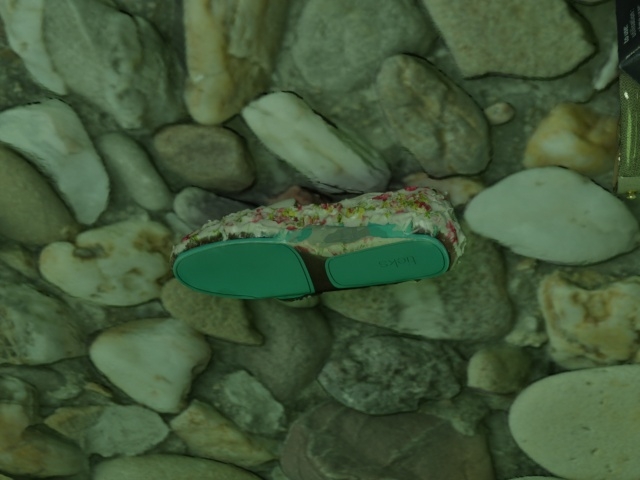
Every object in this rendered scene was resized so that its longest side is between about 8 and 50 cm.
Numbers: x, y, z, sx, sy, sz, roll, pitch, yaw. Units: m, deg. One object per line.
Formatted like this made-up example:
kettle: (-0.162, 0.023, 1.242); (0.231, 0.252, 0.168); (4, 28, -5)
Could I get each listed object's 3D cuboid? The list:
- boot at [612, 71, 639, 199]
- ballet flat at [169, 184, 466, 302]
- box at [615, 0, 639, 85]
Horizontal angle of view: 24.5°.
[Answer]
boot: (0.303, -0.044, 1.104); (0.165, 0.077, 0.213); (-5, 129, 11)
ballet flat: (0.000, 0.000, 1.186); (0.241, 0.077, 0.091); (-3, 133, 13)
box: (0.270, -0.176, 0.852); (0.142, 0.247, 0.163); (36, 129, -24)
